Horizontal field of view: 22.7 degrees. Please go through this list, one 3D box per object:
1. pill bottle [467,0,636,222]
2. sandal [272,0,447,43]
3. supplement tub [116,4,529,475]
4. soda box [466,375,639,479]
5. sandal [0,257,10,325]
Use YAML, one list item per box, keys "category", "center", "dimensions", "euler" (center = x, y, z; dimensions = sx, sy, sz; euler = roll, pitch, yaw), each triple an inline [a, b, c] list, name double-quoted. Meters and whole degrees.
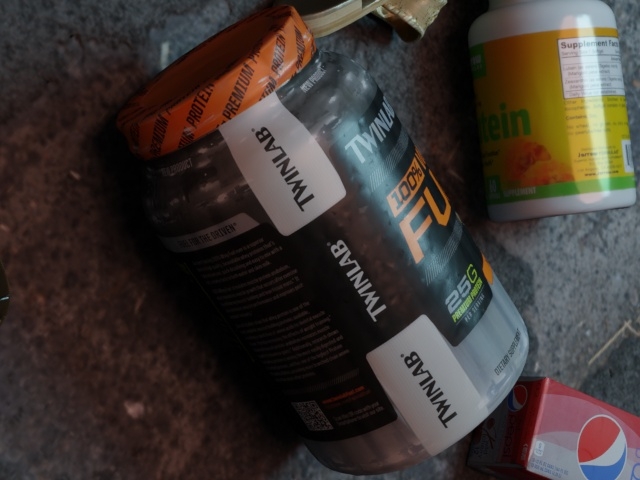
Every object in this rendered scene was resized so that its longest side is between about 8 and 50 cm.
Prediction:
- category: "pill bottle"
  center: [0.207, -0.144, 1.458]
  dimensions: [0.136, 0.136, 0.245]
  euler: [-6, 90, -37]
- category: "sandal"
  center: [0.061, -0.207, 1.407]
  dimensions: [0.240, 0.088, 0.079]
  euler: [-28, 128, -28]
- category: "supplement tub"
  center: [0.000, 0.000, 1.249]
  dimensions: [0.207, 0.207, 0.338]
  euler: [-45, 112, -30]
- category: "soda box"
  center: [0.266, 0.208, 1.504]
  dimensions: [0.263, 0.083, 0.092]
  euler: [24, 72, -32]
- category: "sandal"
  center: [-0.279, -0.030, 1.144]
  dimensions: [0.090, 0.060, 0.219]
  euler: [-26, 116, -29]
